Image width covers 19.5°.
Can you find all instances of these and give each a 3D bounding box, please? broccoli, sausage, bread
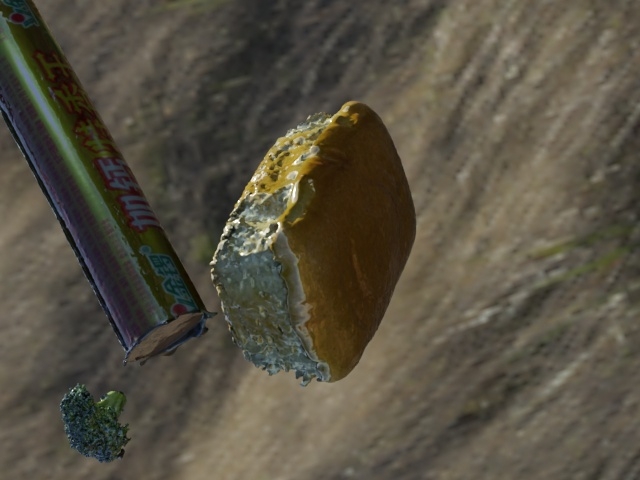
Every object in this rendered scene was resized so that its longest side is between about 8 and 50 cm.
[{"bbox_3d":[-0.274,0.220,2.284,0.097,0.092,0.095,27,143,-2],"label":"broccoli"},{"bbox_3d":[-0.198,-0.071,1.477,0.371,0.082,0.082,59,151,22],"label":"sausage"},{"bbox_3d":[0.000,0.000,1.585,0.121,0.245,0.174,4,126,23],"label":"bread"}]
